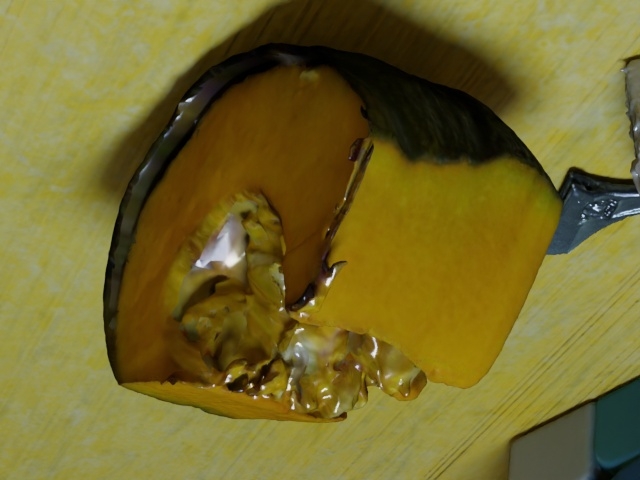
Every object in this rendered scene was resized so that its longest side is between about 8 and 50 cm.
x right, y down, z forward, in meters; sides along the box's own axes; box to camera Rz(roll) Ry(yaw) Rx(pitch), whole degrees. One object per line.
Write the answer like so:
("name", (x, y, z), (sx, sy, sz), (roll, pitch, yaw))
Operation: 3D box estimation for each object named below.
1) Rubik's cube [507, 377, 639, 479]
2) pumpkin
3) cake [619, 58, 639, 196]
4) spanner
("Rubik's cube", (0.397, 0.338, 1.538), (0.344, 0.347, 0.347), (-34, 116, 33))
("pumpkin", (0.000, 0.000, 1.197), (0.303, 0.256, 0.225), (-18, 146, 41))
("cake", (0.304, -0.072, 1.230), (0.147, 0.135, 0.134), (-6, 144, 10))
("spanner", (0.309, -0.041, 1.355), (0.325, 0.026, 0.093), (-10, 143, 7))
